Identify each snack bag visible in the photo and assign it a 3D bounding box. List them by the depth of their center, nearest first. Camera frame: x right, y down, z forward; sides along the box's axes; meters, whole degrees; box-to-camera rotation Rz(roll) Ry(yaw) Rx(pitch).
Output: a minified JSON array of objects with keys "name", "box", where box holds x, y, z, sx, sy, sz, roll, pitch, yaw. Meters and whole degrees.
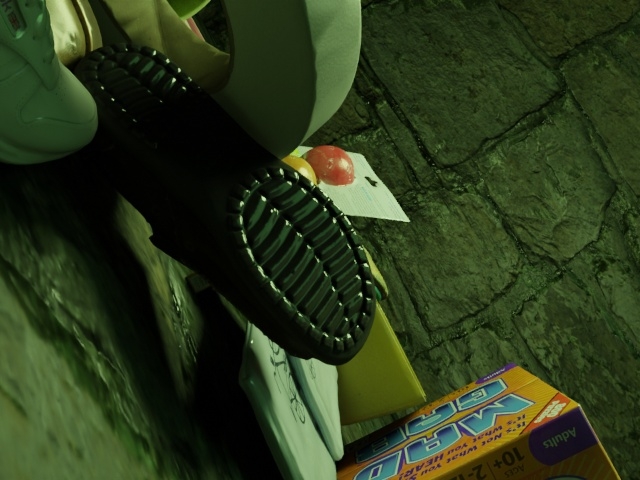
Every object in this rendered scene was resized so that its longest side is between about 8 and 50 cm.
[{"name":"snack bag","box":[-0.022,0.171,0.703,0.343,0.037,0.323,-91,165,-63]}]

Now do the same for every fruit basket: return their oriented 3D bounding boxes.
[{"name":"fruit basket","box":[-0.043,-0.116,1.089,0.327,0.352,0.166,-114,-142,-57]}]

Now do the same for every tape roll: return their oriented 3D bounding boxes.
[{"name":"tape roll","box":[-0.136,-0.246,0.527,0.392,0.072,0.392,33,-29,21]}]

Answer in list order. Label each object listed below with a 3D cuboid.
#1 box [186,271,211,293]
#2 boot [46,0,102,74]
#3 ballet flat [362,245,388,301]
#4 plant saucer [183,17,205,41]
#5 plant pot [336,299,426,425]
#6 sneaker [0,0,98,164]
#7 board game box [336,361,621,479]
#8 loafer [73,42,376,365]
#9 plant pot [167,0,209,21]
[{"name":"box","box":[-0.118,0.036,0.747,0.028,0.081,0.136,63,4,4]},{"name":"boot","box":[-0.288,-0.268,0.443,0.115,0.112,0.305,-80,146,-67]},{"name":"ballet flat","box":[0.000,0.000,1.169,0.348,0.123,0.123,28,0,6]},{"name":"plant saucer","box":[-0.363,-0.531,1.514,0.332,0.084,0.332,61,3,-6]},{"name":"plant pot","box":[0.056,0.224,1.008,0.212,0.187,0.212,64,3,17]},{"name":"sneaker","box":[-0.201,-0.146,0.326,0.114,0.152,0.305,61,1,21]},{"name":"board game box","box":[0.255,0.444,0.843,0.357,0.356,0.356,63,3,6]},{"name":"loafer","box":[-0.092,-0.025,0.558,0.366,0.134,0.130,49,-38,-1]},{"name":"plant pot","box":[-0.299,-0.466,0.757,0.293,0.275,0.275,41,-10,34]}]
